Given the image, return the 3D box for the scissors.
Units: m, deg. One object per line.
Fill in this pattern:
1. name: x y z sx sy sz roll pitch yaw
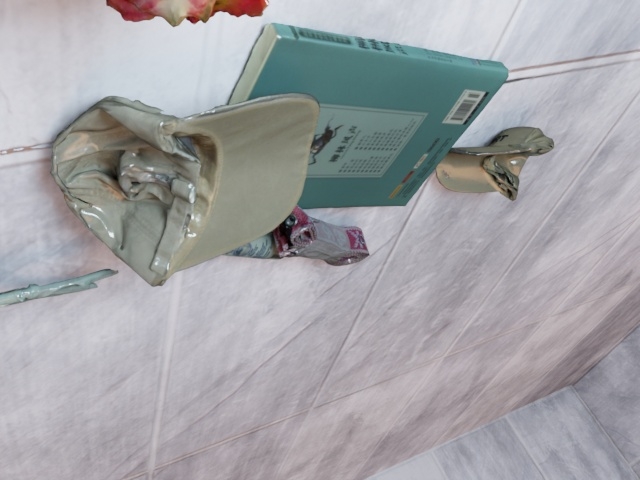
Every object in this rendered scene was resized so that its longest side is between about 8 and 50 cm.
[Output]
1. scissors: -0.398 0.078 0.728 0.383 0.029 0.256 -14 172 -42

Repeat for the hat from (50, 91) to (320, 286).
1. hat: -0.132 -0.082 0.721 0.244 0.149 0.214 -34 152 -40

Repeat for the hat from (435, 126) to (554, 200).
1. hat: 0.256 -0.134 1.045 0.175 0.085 0.147 4 153 -13

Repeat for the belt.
1. belt: 0.000 0.000 0.987 0.071 0.053 0.232 -22 162 21

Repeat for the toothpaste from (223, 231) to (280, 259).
1. toothpaste: -0.136 -0.003 0.898 0.239 0.039 0.062 8 129 -47

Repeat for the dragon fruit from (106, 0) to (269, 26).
1. dragon fruit: -0.091 -0.251 0.388 0.268 0.210 0.205 97 14 -57

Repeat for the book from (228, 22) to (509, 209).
1. book: 0.039 -0.130 0.868 0.379 0.031 0.264 -3 141 -40
